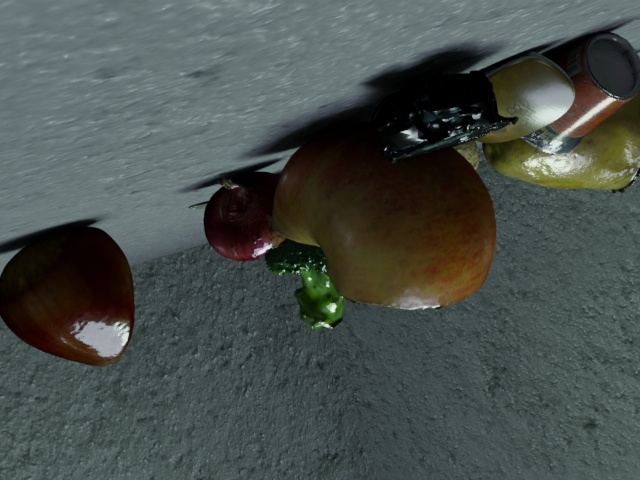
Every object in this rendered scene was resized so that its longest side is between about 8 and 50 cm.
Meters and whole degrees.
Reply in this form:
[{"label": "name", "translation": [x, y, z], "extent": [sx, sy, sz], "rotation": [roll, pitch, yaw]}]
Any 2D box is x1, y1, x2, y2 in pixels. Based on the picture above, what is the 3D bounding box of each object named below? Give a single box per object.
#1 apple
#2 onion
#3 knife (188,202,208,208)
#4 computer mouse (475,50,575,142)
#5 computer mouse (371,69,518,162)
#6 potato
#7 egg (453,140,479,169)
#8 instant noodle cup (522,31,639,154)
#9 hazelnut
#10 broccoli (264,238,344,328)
[{"label": "apple", "translation": [0.086, -0.060, 1.080], "extent": [0.251, 0.163, 0.293], "rotation": [-13, -143, -31]}, {"label": "onion", "translation": [-0.111, -0.055, 1.260], "extent": [0.150, 0.140, 0.150], "rotation": [-17, -136, 17]}, {"label": "knife", "translation": [-0.174, -0.071, 1.692], "extent": [0.047, 0.017, 0.298], "rotation": [-12, -177, 21]}, {"label": "computer mouse", "translation": [0.215, -0.165, 1.073], "extent": [0.199, 0.102, 0.045], "rotation": [-18, -135, 55]}, {"label": "computer mouse", "translation": [0.122, -0.134, 0.911], "extent": [0.146, 0.077, 0.242], "rotation": [-19, 180, 16]}, {"label": "potato", "translation": [0.411, -0.186, 1.524], "extent": [0.266, 0.229, 0.229], "rotation": [-3, 176, -15]}, {"label": "egg", "translation": [0.217, -0.146, 1.530], "extent": [0.116, 0.118, 0.140], "rotation": [10, 165, 18]}, {"label": "instant noodle cup", "translation": [0.318, -0.188, 1.090], "extent": [0.127, 0.127, 0.136], "rotation": [-19, 172, -27]}, {"label": "hazelnut", "translation": [-0.348, 0.087, 1.252], "extent": [0.208, 0.208, 0.208], "rotation": [-19, 180, 0]}, {"label": "broccoli", "translation": [0.000, 0.000, 1.609], "extent": [0.298, 0.297, 0.297], "rotation": [5, -152, -3]}]
